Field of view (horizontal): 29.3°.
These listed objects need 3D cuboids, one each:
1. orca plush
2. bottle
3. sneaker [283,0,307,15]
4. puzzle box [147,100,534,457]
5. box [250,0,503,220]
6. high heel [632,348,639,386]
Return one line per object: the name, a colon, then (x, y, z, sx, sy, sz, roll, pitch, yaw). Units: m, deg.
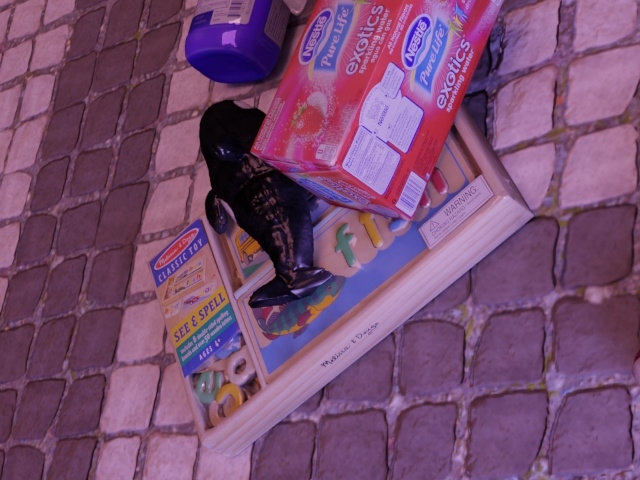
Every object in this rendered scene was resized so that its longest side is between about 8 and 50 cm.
orca plush: (-0.088, -0.057, 1.268, 0.151, 0.102, 0.287, -29, 50, 27)
bottle: (-0.080, -0.333, 1.501, 0.118, 0.092, 0.282, -2, 66, 38)
sneaker: (0.032, -0.326, 1.425, 0.191, 0.083, 0.071, -29, 10, 4)
puzzle box: (0.000, 0.000, 1.269, 0.409, 0.052, 0.272, -41, 45, 18)
box: (0.058, -0.164, 1.179, 0.123, 0.128, 0.256, 13, 77, 45)
high heel: (0.410, 0.058, 0.858, 0.377, 0.127, 0.181, -3, 36, 46)
